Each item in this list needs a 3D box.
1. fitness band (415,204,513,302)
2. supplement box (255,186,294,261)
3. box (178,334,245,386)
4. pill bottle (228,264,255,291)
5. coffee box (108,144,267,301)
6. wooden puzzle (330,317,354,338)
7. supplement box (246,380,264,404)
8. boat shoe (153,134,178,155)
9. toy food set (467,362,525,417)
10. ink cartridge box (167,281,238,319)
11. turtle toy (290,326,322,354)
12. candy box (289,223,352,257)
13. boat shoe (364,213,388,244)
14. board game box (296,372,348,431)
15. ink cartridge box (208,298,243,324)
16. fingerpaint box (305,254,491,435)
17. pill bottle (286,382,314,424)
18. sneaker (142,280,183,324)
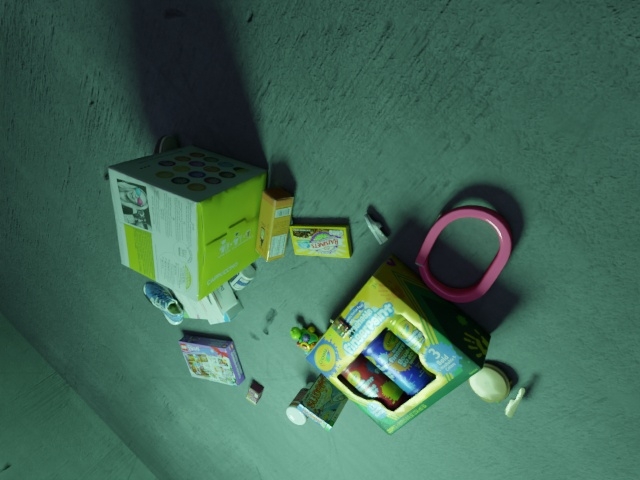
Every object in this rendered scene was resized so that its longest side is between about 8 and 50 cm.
[{"bbox_3d":[0.377,0.038,1.075,0.208,0.054,0.291,28,125,15],"label":"fitness band"},{"bbox_3d":[-0.152,-0.050,1.311,0.078,0.080,0.234,41,129,37],"label":"supplement box"},{"bbox_3d":[-0.489,0.535,1.810,0.292,0.057,0.201,0,113,30],"label":"box"},{"bbox_3d":[-0.298,0.143,1.504,0.067,0.067,0.120,48,127,1],"label":"pill bottle"},{"bbox_3d":[-0.402,-0.073,1.290,0.334,0.337,0.339,21,121,19],"label":"coffee box"},{"bbox_3d":[0.062,0.261,1.197,0.083,0.006,0.049,43,127,13],"label":"wooden puzzle"},{"bbox_3d":[-0.287,0.668,1.767,0.054,0.043,0.083,31,125,14],"label":"supplement box"},{"bbox_3d":[-0.569,-0.219,1.458,0.095,0.112,0.336,17,124,17],"label":"boat shoe"},{"bbox_3d":[0.502,0.423,1.206,0.191,0.038,0.133,28,119,29],"label":"toy food set"},{"bbox_3d":[-0.447,0.182,1.528,0.353,0.119,0.207,-9,109,48],"label":"ink cartridge box"},{"bbox_3d":[-0.055,0.362,1.471,0.130,0.066,0.095,44,127,4],"label":"turtle toy"},{"bbox_3d":[0.000,0.000,1.289,0.205,0.027,0.105,2,116,29],"label":"candy box"},{"bbox_3d":[0.164,-0.038,1.177,0.035,0.035,0.100,-31,92,9],"label":"boat shoe"},{"bbox_3d":[0.024,0.559,1.438,0.136,0.201,0.035,31,124,13],"label":"board game box"},{"bbox_3d":[-0.384,0.284,1.608,0.122,0.088,0.052,-18,104,35],"label":"ink cartridge box"},{"bbox_3d":[0.214,0.332,1.238,0.371,0.163,0.445,41,127,9],"label":"fingerpaint box"},{"bbox_3d":[-0.058,0.619,1.544,0.085,0.152,0.086,12,119,24],"label":"pill bottle"},{"bbox_3d":[-0.610,0.234,1.588,0.211,0.080,0.081,45,136,-1],"label":"sneaker"}]
